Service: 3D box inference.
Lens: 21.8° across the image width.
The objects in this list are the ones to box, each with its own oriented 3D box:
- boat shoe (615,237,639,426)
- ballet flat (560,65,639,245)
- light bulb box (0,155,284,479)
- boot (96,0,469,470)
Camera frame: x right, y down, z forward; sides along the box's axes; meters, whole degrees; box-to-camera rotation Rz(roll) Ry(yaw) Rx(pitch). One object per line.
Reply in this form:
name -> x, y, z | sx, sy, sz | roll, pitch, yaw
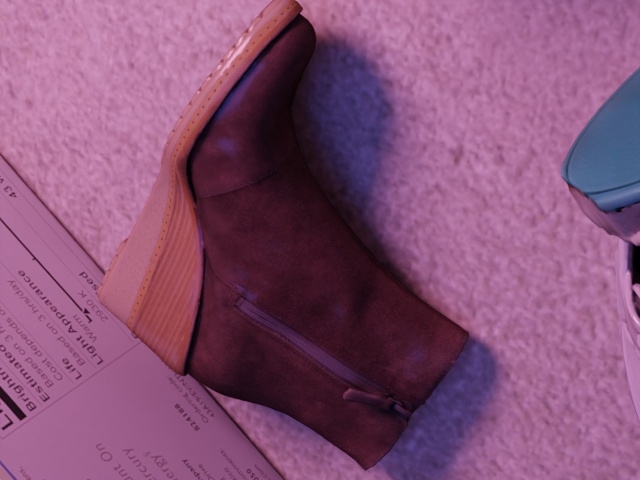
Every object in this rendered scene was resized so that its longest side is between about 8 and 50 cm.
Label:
boat shoe -> 0.191, 0.028, 0.868 | 0.095, 0.084, 0.258 | -2, 108, 28
ballet flat -> 0.296, -0.104, 0.704 | 0.409, 0.147, 0.147 | -40, 88, 20
light bulb box -> -0.252, 0.173, 0.993 | 0.358, 0.361, 0.225 | 48, 123, 4
boot -> 0.000, 0.000, 0.976 | 0.207, 0.090, 0.248 | 30, 120, 1
